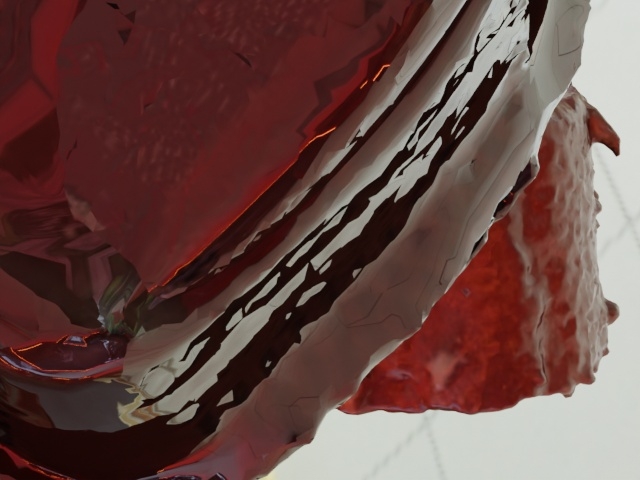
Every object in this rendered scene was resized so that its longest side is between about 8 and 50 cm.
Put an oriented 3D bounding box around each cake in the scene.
[{"bbox_3d":[0.000,0.000,0.829,0.177,0.283,0.151,-25,-70,-80],"label":"cake"}]

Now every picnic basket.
[{"bbox_3d":[-0.081,-0.087,0.386,0.222,0.297,0.129,-49,-2,-6],"label":"picnic basket"}]
